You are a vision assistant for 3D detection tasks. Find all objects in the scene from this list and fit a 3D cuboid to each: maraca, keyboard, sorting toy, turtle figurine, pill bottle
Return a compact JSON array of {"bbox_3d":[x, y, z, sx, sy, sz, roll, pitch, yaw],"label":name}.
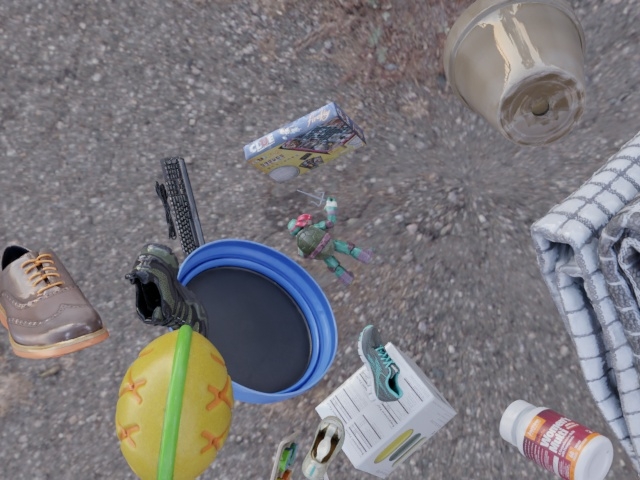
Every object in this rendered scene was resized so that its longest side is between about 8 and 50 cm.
[{"bbox_3d":[-0.129,0.166,0.622,0.099,0.127,0.186,8,85,-5],"label":"maraca"},{"bbox_3d":[-0.384,-0.068,1.937,0.201,0.033,0.317,1,105,54],"label":"keyboard"},{"bbox_3d":[-0.103,0.630,1.958,0.038,0.193,0.208,18,87,11],"label":"sorting toy"},{"bbox_3d":[0.000,0.000,1.682,0.234,0.118,0.175,38,127,-9],"label":"turtle figurine"},{"bbox_3d":[0.509,0.439,1.564,0.221,0.121,0.121,22,101,50],"label":"pill bottle"}]

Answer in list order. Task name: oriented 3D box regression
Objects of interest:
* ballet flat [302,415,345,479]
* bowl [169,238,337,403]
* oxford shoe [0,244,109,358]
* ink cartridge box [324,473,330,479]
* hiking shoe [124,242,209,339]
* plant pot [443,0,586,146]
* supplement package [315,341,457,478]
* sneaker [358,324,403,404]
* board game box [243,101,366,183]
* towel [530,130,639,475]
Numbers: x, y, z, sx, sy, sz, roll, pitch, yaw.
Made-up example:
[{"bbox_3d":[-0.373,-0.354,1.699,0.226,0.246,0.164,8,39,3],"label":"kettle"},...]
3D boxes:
[{"bbox_3d":[0.014,0.365,1.298,0.057,0.168,0.052,23,120,4],"label":"ballet flat"},{"bbox_3d":[-0.148,0.176,1.564,0.391,0.391,0.077,44,131,5],"label":"bowl"},{"bbox_3d":[-0.447,0.090,1.137,0.363,0.130,0.133,13,115,49],"label":"oxford shoe"},{"bbox_3d":[0.046,0.568,1.510,0.045,0.145,0.179,-11,119,-9],"label":"ink cartridge box"},{"bbox_3d":[-0.276,0.121,1.257,0.086,0.114,0.227,-5,124,30],"label":"hiking shoe"},{"bbox_3d":[0.455,-0.364,1.603,0.323,0.280,0.323,-1,131,-1],"label":"plant pot"},{"bbox_3d":[0.172,0.443,1.856,0.262,0.199,0.198,-43,54,4],"label":"supplement package"},{"bbox_3d":[0.129,0.252,1.452,0.076,0.065,0.167,-8,98,45],"label":"sneaker"},{"bbox_3d":[-0.035,-0.224,1.681,0.243,0.165,0.042,-23,65,19],"label":"board game box"},{"bbox_3d":[0.284,0.053,0.471,0.235,0.121,0.284,-37,107,-30],"label":"towel"}]
